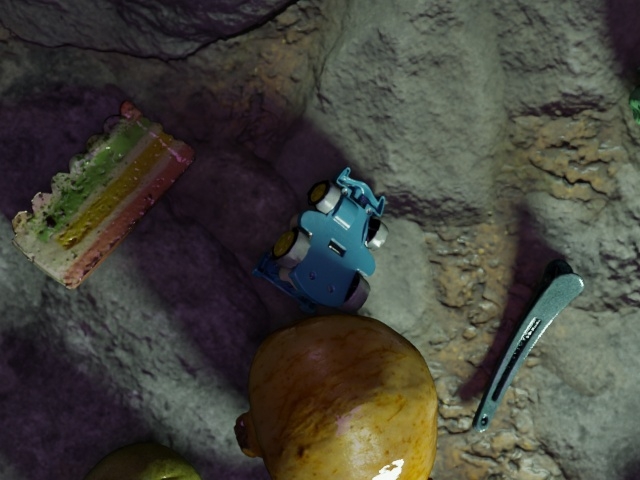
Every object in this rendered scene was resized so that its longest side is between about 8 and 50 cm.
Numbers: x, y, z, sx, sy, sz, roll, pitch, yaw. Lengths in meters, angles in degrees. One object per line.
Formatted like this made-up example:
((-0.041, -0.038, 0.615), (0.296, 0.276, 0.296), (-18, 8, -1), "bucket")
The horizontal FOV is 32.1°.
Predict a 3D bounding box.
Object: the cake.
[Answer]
((-0.260, -0.050, 1.312), (0.109, 0.090, 0.225), (41, 74, -3), "cake")

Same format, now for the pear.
((-0.208, 0.318, 1.296), (0.167, 0.136, 0.167), (-10, 69, 29), "pear")

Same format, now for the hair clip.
((0.246, 0.131, 1.346), (0.039, 0.070, 0.229), (25, 102, -8), "hair clip")

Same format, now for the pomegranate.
((0.018, 0.201, 1.258), (0.248, 0.248, 0.248), (0, 96, -2), "pomegranate")

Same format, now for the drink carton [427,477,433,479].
((0.046, 0.370, 1.349), (0.223, 0.071, 0.096), (-17, 96, -1), "drink carton")

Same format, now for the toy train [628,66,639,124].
((0.506, -0.190, 1.292), (0.298, 0.120, 0.194), (-34, 89, 1), "toy train")

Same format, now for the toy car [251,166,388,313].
((0.000, 0.000, 1.312), (0.126, 0.098, 0.161), (36, 63, -31), "toy car")
